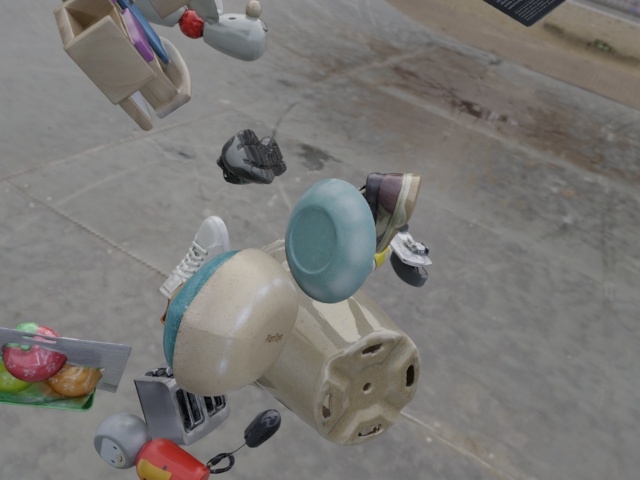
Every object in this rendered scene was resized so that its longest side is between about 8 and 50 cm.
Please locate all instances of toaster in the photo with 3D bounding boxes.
[{"bbox_3d":[-0.299,0.350,1.421,0.110,0.186,0.168,-10,7,32],"label":"toaster"}]

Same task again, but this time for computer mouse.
[{"bbox_3d":[-0.196,0.500,1.623,0.041,0.242,0.071,43,9,-46],"label":"computer mouse"}]

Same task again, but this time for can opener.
[{"bbox_3d":[0.136,-0.016,1.353,0.074,0.093,0.280,7,33,-30],"label":"can opener"}]

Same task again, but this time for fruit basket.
[{"bbox_3d":[-0.569,0.238,1.345,0.326,0.353,0.166,11,55,-17],"label":"fruit basket"}]

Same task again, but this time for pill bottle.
[{"bbox_3d":[0.128,0.030,1.552,0.065,0.065,0.116,30,39,22],"label":"pill bottle"}]

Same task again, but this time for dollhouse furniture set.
[{"bbox_3d":[-0.101,-0.282,0.683,0.286,0.303,0.198,61,5,37],"label":"dollhouse furniture set"}]

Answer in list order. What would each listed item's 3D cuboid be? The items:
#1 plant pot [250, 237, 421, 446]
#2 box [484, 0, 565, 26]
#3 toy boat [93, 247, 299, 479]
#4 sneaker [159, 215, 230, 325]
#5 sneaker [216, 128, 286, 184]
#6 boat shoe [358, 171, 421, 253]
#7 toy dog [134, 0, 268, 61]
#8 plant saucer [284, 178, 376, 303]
[{"bbox_3d":[0.010,0.199,1.213,0.333,0.334,0.305,-3,21,-33],"label":"plant pot"},{"bbox_3d":[0.359,-0.681,1.338,0.395,0.212,0.294,18,62,-29],"label":"box"},{"bbox_3d":[-0.153,0.150,0.806,0.148,0.318,0.267,25,-6,14],"label":"toy boat"},{"bbox_3d":[-0.294,0.082,1.504,0.123,0.290,0.106,-1,25,-45],"label":"sneaker"},{"bbox_3d":[-0.136,-0.134,1.182,0.106,0.101,0.267,-20,1,10],"label":"sneaker"},{"bbox_3d":[0.095,-0.052,1.100,0.092,0.103,0.285,20,-13,-1],"label":"boat shoe"},{"bbox_3d":[-0.233,-0.406,0.992,0.333,0.161,0.220,8,32,-31],"label":"toy dog"},{"bbox_3d":[0.000,0.000,1.003,0.037,0.195,0.195,3,30,-46],"label":"plant saucer"}]
